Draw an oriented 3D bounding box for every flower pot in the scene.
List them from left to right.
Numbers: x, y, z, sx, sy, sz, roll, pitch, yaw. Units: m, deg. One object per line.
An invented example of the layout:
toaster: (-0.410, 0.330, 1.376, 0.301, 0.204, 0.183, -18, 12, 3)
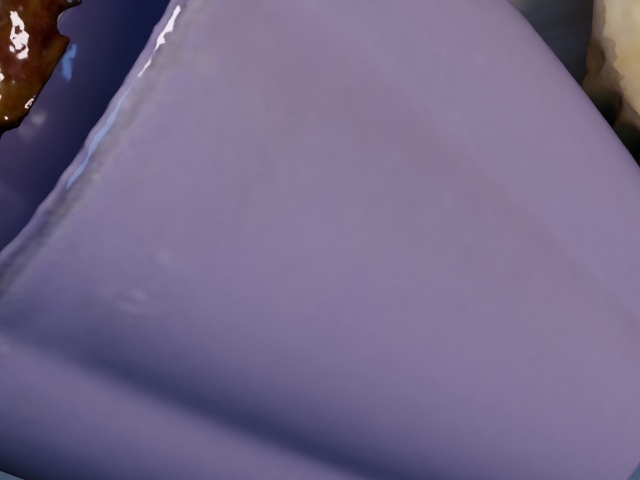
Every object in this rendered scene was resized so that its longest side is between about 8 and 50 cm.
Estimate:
flower pot: (0.000, 0.000, 0.451, 0.243, 0.265, 0.265, 31, 96, -19)

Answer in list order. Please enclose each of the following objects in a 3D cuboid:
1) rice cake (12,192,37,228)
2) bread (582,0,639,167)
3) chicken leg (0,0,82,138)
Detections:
rice cake: (-0.083, 0.037, 0.559, 0.180, 0.030, 0.042, 39, 90, -10)
bread: (0.297, -0.104, 0.492, 0.389, 0.183, 0.236, -20, 74, 3)
chicken leg: (-0.179, -0.163, 0.413, 0.113, 0.093, 0.304, -23, 86, -18)
